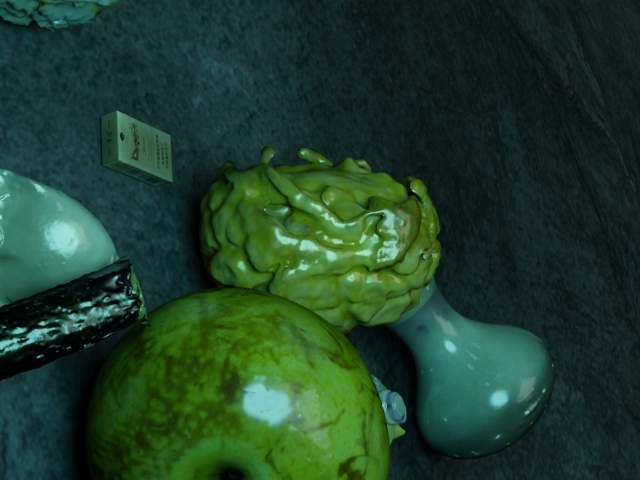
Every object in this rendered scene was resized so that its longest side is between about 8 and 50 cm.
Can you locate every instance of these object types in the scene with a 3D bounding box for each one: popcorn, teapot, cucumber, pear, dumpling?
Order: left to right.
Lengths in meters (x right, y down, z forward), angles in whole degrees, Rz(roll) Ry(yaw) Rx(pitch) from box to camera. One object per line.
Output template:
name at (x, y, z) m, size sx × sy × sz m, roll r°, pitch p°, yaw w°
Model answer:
cucumber at (-0.243, 0.078, 1.260) m, size 0.245 × 0.067 × 0.067 m, roll -22°, pitch 95°, yaw -30°
dumpling at (-0.241, 0.022, 1.346) m, size 0.188 × 0.108 × 0.127 m, roll 48°, pitch 63°, yaw -37°
pear at (-0.071, 0.171, 1.394) m, size 0.283 × 0.283 × 0.283 m, roll 32°, pitch 50°, yaw -48°
popcorn at (0.000, 0.000, 1.613) m, size 0.250 × 0.250 × 0.190 m, roll 11°, pitch 87°, yaw -56°
teapot at (0.147, 0.125, 1.855) m, size 0.251 × 0.183 × 0.183 m, roll 49°, pitch 37°, yaw -15°

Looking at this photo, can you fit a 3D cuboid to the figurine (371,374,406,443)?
figurine at (0.017, 0.206, 1.644) m, size 0.184 × 0.128 × 0.208 m, roll 17°, pitch 70°, yaw -57°

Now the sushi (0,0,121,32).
sushi at (-0.269, -0.297, 1.408) m, size 0.274 × 0.139 × 0.184 m, roll 14°, pitch 61°, yaw -52°

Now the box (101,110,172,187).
box at (-0.180, -0.089, 1.561) m, size 0.083 × 0.024 × 0.053 m, roll 23°, pitch 56°, yaw -50°
